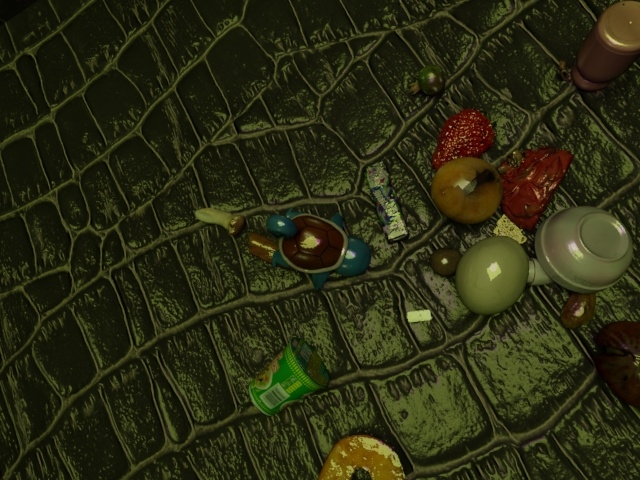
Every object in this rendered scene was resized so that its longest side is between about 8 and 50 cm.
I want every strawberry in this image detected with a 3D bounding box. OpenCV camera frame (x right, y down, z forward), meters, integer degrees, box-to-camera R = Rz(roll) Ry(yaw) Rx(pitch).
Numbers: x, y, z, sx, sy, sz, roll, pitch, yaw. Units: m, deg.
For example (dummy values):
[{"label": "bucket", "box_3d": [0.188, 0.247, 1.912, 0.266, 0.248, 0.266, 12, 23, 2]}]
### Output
[{"label": "strawberry", "box_3d": [0.511, -0.368, 1.682, 0.188, 0.106, 0.286, 40, 90, 19]}]

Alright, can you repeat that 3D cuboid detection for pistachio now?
[{"label": "pistachio", "box_3d": [0.845, 0.211, 1.516, 0.090, 0.049, 0.172, 28, 87, 16]}]

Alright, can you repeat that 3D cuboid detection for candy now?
[{"label": "candy", "box_3d": [0.241, -0.143, 1.724, 0.088, 0.061, 0.312, -19, 75, 12]}]

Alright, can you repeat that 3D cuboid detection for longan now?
[{"label": "longan", "box_3d": [0.432, 0.069, 1.620, 0.114, 0.092, 0.113, -8, 65, 17]}]

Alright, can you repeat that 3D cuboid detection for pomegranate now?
[{"label": "pomegranate", "box_3d": [0.399, -0.592, 1.760, 0.142, 0.115, 0.114, -19, 74, 35]}]

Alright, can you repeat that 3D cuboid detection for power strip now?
[{"label": "power strip", "box_3d": [0.345, 0.264, 1.641, 0.090, 0.016, 0.040, -8, 78, 12]}]

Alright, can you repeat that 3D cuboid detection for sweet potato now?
[{"label": "sweet potato", "box_3d": [-0.179, 0.050, 1.771, 0.252, 0.097, 0.097, 28, 86, 8]}]

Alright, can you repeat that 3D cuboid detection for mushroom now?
[{"label": "mushroom", "box_3d": [-0.400, -0.083, 1.864, 0.209, 0.071, 0.084, 19, 116, 19]}]

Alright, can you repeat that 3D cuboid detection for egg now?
[{"label": "egg", "box_3d": [0.551, 0.111, 1.518, 0.219, 0.219, 0.269, 23, 82, 17]}]

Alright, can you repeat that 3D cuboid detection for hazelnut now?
[{"label": "hazelnut", "box_3d": [0.931, 0.363, 1.385, 0.217, 0.217, 0.251, -3, 78, 13]}]

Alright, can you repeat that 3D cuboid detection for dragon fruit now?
[{"label": "dragon fruit", "box_3d": [0.699, -0.219, 1.577, 0.205, 0.152, 0.316, 28, 82, 20]}]

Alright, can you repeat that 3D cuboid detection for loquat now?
[{"label": "loquat", "box_3d": [0.493, -0.169, 1.584, 0.235, 0.235, 0.234, -3, 78, 13]}]

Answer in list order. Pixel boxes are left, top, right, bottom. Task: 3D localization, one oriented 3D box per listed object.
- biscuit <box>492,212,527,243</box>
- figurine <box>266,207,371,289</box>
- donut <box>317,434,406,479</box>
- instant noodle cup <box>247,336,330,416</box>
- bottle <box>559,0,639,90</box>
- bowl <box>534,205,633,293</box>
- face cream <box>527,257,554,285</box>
[{"label": "biscuit", "box_3d": [0.650, -0.031, 1.626, 0.120, 0.019, 0.129, -3, 78, 13]}, {"label": "figurine", "box_3d": [-0.026, 0.002, 1.662, 0.417, 0.243, 0.297, 23, 72, -26]}, {"label": "donut", "box_3d": [0.142, 0.784, 1.539, 0.303, 0.110, 0.302, -3, 79, 15]}, {"label": "instant noodle cup", "box_3d": [-0.118, 0.486, 1.623, 0.233, 0.207, 0.207, -40, 73, 10]}, {"label": "bottle", "box_3d": [0.923, -0.618, 1.537, 0.207, 0.297, 0.172, 4, 80, 9]}, {"label": "bowl", "box_3d": [0.841, 0.011, 1.467, 0.287, 0.143, 0.286, 1, 69, -2]}, {"label": "face cream", "box_3d": [0.717, 0.105, 1.547, 0.095, 0.091, 0.091, 4, 80, 5]}]
